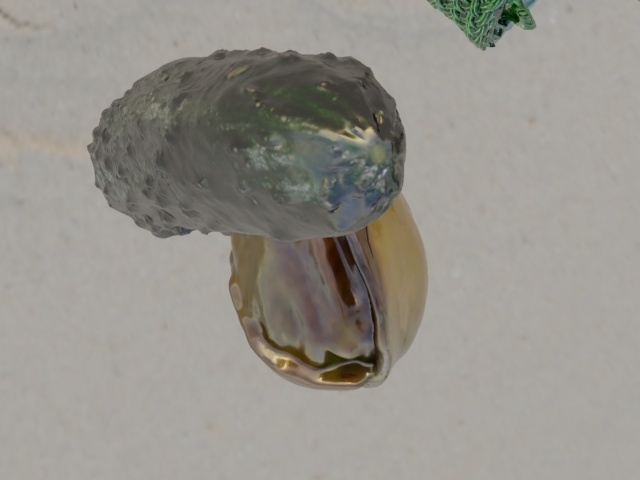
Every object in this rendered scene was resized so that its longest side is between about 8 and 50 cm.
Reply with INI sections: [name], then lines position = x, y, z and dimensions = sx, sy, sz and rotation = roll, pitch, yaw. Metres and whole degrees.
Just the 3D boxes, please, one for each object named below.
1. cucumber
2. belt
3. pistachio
[cucumber]
position = -0.036, -0.038, 0.711
dimensions = 0.081, 0.303, 0.072
rotation = 32, 82, -12
[belt]
position = 0.140, -0.197, 1.338
dimensions = 0.121, 0.079, 0.151
rotation = -48, 173, -17
[pistachio]
position = 0.000, 0.000, 1.212
dimensions = 0.131, 0.165, 0.210
rotation = -12, 103, -17
